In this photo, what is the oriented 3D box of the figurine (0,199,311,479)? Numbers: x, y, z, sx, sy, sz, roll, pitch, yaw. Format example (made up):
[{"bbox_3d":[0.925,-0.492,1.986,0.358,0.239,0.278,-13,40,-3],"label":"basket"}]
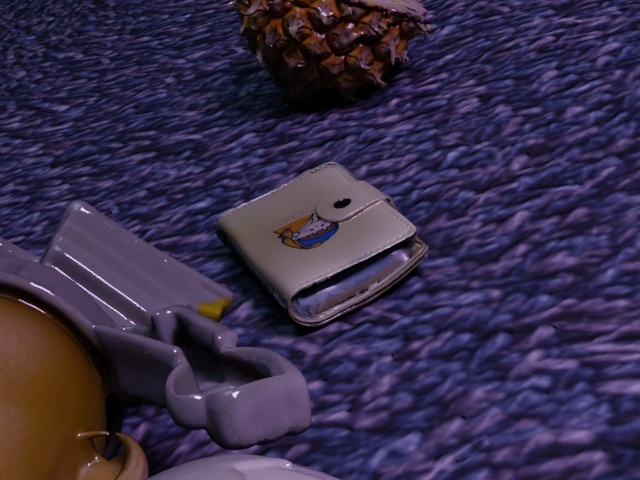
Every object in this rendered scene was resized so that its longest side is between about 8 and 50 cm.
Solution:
[{"bbox_3d":[-0.179,0.097,0.668,0.343,0.167,0.285,-33,16,16],"label":"figurine"}]

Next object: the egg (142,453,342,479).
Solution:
[{"bbox_3d":[-0.019,0.181,0.411,0.183,0.183,0.217,-22,38,-7],"label":"egg"}]

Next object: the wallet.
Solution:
[{"bbox_3d":[0.000,0.000,0.869,0.110,0.039,0.155,-28,29,-11],"label":"wallet"}]

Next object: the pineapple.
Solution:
[{"bbox_3d":[-0.006,-0.177,1.108,0.176,0.136,0.161,17,25,-16],"label":"pineapple"}]
